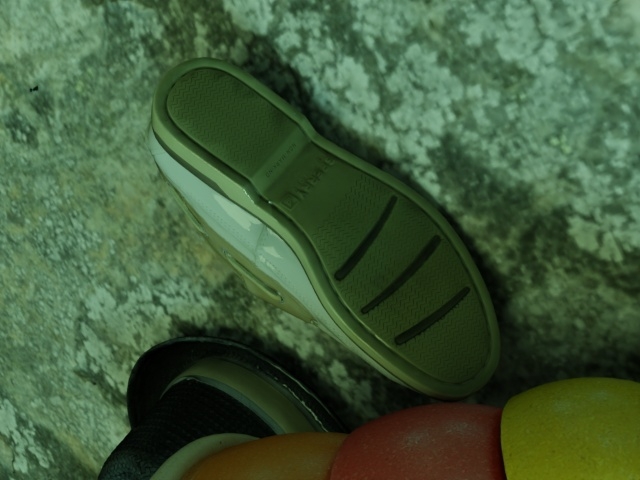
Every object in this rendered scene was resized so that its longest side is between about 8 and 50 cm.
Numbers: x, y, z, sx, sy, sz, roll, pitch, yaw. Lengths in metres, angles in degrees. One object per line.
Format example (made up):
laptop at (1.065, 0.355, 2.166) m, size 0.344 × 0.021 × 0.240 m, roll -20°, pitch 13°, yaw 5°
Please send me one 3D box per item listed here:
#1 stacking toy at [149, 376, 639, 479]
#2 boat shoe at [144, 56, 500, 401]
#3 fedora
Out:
stacking toy at (0.150, 0.202, 0.658) m, size 0.480 × 0.350 × 0.351 m, roll -29°, pitch 93°, yaw 22°
boat shoe at (0.000, 0.000, 0.796) m, size 0.302 × 0.113 × 0.103 m, roll 45°, pitch 154°, yaw 8°
fedora at (-0.089, 0.254, 0.964) m, size 0.334 × 0.152 × 0.334 m, roll 19°, pitch 124°, yaw 32°
